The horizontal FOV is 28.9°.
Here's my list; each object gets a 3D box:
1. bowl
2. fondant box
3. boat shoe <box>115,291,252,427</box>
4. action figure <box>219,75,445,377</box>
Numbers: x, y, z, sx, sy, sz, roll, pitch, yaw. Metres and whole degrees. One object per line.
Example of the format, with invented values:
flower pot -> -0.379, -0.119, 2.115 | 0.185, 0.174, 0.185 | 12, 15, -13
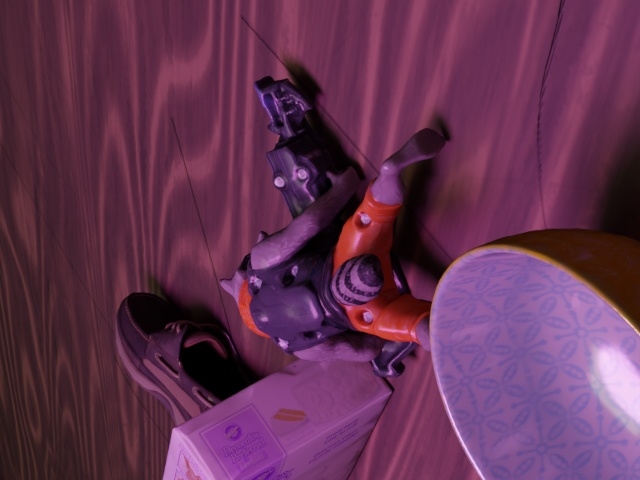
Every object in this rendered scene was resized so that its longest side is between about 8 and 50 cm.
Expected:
bowl -> 0.230, 0.104, 0.901 | 0.289, 0.156, 0.289 | 42, 147, 36
fondant box -> -0.067, 0.271, 1.489 | 0.096, 0.238, 0.330 | 52, 152, 22
boat shoe -> -0.171, 0.174, 1.747 | 0.355, 0.132, 0.130 | 46, 124, 37
action figure -> 0.000, 0.000, 1.205 | 0.330, 0.178, 0.341 | -24, 95, 54
